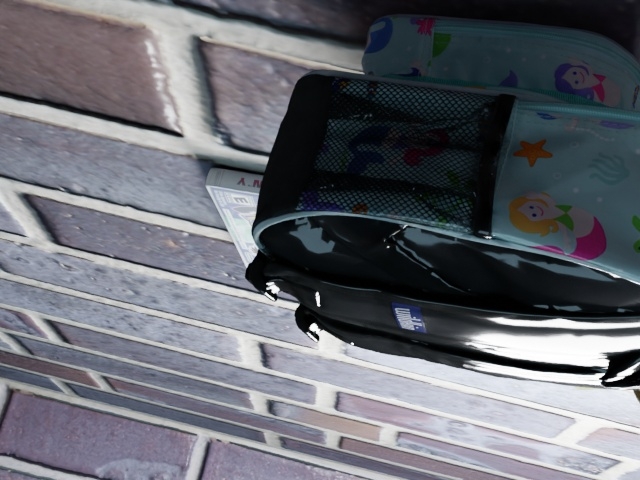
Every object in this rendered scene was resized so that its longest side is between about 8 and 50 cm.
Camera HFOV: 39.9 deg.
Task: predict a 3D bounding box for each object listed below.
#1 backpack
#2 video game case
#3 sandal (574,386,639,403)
[{"bbox_3d":[0.115,-0.010,0.523,0.253,0.191,0.225,14,161,22],"label":"backpack"},{"bbox_3d":[0.000,0.000,0.838,0.183,0.023,0.201,10,157,11],"label":"video game case"},{"bbox_3d":[0.409,0.166,0.890,0.302,0.086,0.120,11,157,9],"label":"sandal"}]
